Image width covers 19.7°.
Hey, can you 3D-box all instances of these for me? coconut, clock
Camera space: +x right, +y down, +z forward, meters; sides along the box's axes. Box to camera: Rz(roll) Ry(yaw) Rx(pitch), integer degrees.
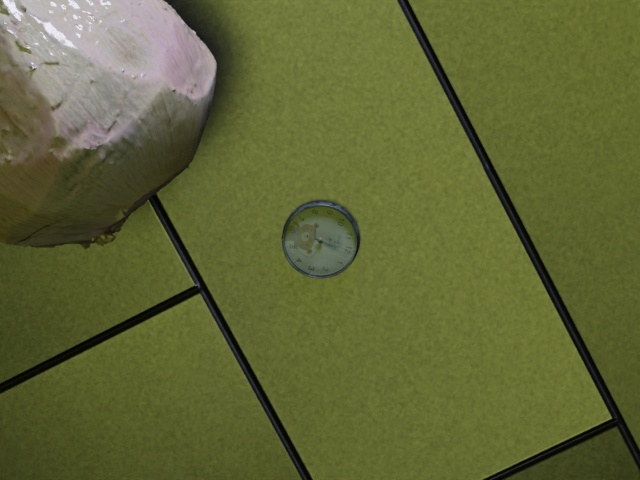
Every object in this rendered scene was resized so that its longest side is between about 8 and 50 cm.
[{"bbox_3d":[-0.247,-0.134,1.812,0.297,0.297,0.254,-45,84,11],"label":"coconut"},{"bbox_3d":[0.000,0.000,1.955,0.085,0.017,0.085,1,102,4],"label":"clock"}]
